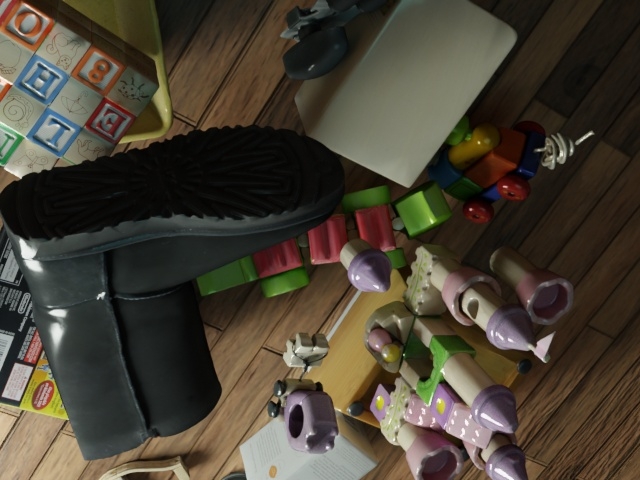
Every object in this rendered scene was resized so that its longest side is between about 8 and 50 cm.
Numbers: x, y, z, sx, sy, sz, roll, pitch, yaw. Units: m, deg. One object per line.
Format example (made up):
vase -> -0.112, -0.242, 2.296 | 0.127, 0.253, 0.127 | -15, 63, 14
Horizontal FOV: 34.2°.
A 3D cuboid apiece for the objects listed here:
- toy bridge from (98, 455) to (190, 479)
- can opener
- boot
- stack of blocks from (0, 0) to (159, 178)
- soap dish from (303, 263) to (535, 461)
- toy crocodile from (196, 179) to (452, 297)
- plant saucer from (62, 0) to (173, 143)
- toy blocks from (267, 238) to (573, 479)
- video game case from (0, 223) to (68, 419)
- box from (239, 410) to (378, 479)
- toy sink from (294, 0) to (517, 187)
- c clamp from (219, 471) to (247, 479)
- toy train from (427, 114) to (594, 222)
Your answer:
toy bridge -> -0.292, 0.366, 1.547 | 0.188, 0.026, 0.063 | -24, 119, 1
can opener -> 0.047, -0.266, 1.162 | 0.074, 0.280, 0.093 | -10, 79, -33
boot -> -0.156, 0.084, 1.242 | 0.367, 0.146, 0.445 | -7, 137, -7
stack of blocks -> -0.342, -0.190, 1.098 | 0.297, 0.087, 0.171 | 32, 107, -27
soap dish -> 0.148, 0.178, 1.468 | 0.291, 0.118, 0.229 | 27, 102, -32
toy crocodile -> 0.000, 0.000, 1.335 | 0.341, 0.105, 0.115 | -12, 90, 2
plant saucer -> -0.352, -0.258, 1.156 | 0.333, 0.081, 0.332 | -10, 121, -8
toy blocks -> 0.146, 0.169, 1.237 | 0.309, 0.260, 0.288 | 5, 113, -25
video game case -> -0.340, 0.117, 1.393 | 0.248, 0.035, 0.274 | 18, 112, -21
box -> -0.020, 0.315, 1.522 | 0.170, 0.130, 0.091 | -40, 120, 11
toy sink -> 0.098, -0.212, 1.258 | 0.153, 0.131, 0.234 | 23, 116, -24
c clamp -> -0.133, 0.422, 1.622 | 0.161, 0.022, 0.137 | 34, 101, -25
toy train -> 0.209, -0.123, 1.292 | 0.143, 0.105, 0.248 | 26, 154, -13
